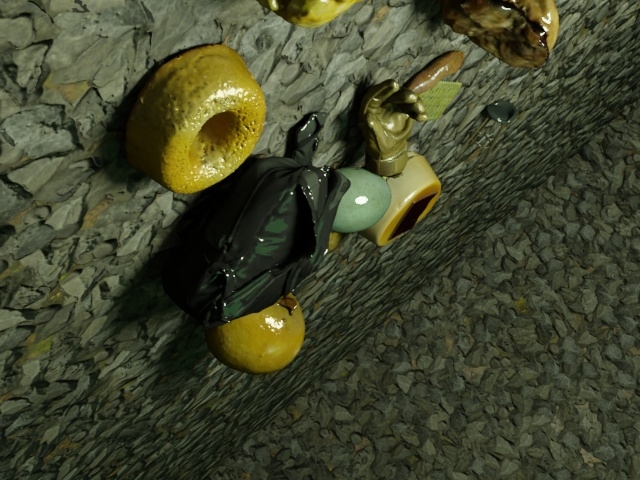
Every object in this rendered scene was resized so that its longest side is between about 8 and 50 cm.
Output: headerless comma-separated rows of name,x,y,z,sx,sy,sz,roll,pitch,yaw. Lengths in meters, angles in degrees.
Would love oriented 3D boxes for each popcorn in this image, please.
popcorn,0.003,-0.432,1.059,0.191,0.190,0.253,-19,-166,47

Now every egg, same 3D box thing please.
egg,0.070,-0.103,1.831,0.236,0.169,0.169,-6,147,-18

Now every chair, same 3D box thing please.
chair,0.542,-0.360,2.341,0.095,0.104,0.221,-3,142,-35

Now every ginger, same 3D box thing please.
ginger,0.376,-0.504,1.481,0.200,0.269,0.223,150,-39,-76

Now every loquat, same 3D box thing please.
loquat,-0.168,0.229,1.946,0.275,0.275,0.275,-37,159,-16

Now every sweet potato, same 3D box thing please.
sweet potato,0.285,-0.418,1.785,0.218,0.051,0.065,-36,162,-19

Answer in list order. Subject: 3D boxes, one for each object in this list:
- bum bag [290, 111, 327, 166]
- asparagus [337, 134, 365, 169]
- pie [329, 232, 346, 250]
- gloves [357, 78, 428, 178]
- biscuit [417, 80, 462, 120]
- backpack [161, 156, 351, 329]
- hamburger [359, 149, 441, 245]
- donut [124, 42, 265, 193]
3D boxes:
bum bag,-0.030,-0.210,1.620,0.087,0.049,0.198,-34,159,-31
asparagus,0.103,-0.249,1.833,0.023,0.022,0.233,24,124,-20
pie,0.000,0.000,2.089,0.128,0.068,0.282,-51,163,25
gloves,0.164,-0.280,1.698,0.154,0.141,0.331,-7,151,-2
biscuit,0.301,-0.379,1.952,0.231,0.016,0.139,-14,145,-54
backpack,-0.124,-0.002,1.584,0.363,0.255,0.446,-17,146,-57
hamburger,0.202,-0.127,2.041,0.300,0.176,0.300,-37,159,-17
donut,-0.207,-0.195,1.229,0.277,0.108,0.277,-36,159,-16
